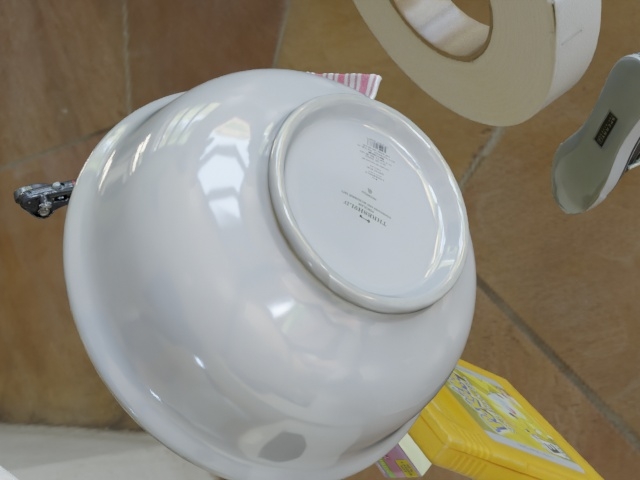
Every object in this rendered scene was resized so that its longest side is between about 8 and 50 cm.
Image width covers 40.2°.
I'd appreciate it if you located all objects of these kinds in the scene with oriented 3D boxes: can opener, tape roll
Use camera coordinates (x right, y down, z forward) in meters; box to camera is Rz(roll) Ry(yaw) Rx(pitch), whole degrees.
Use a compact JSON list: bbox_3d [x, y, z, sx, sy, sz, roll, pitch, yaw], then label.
[{"bbox_3d":[-0.432,-0.086,1.515,0.073,0.186,0.059,64,153,26],"label":"can opener"},{"bbox_3d":[0.146,-0.309,0.992,0.392,0.072,0.392,48,163,19],"label":"tape roll"}]

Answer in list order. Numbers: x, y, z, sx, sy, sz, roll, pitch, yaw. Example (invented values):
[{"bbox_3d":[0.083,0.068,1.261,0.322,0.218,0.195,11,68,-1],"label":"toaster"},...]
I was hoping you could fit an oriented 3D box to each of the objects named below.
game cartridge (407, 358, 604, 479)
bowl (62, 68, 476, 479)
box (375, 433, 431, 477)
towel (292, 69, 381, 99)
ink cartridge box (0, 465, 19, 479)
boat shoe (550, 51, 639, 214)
[{"bbox_3d":[0.195,0.221,1.122,0.053,0.323,0.285,-55,34,10],"label":"game cartridge"},{"bbox_3d":[0.000,0.000,0.565,0.134,0.297,0.298,-35,65,49],"label":"bowl"},{"bbox_3d":[0.172,0.313,1.760,0.214,0.243,0.117,54,143,-10],"label":"box"},{"bbox_3d":[0.000,-0.230,1.520,0.197,0.029,0.144,10,71,39],"label":"towel"},{"bbox_3d":[-0.459,0.338,1.069,0.067,0.115,0.198,42,137,-15],"label":"ink cartridge box"},{"bbox_3d":[0.441,-0.156,1.291,0.113,0.105,0.306,59,152,35],"label":"boat shoe"}]
